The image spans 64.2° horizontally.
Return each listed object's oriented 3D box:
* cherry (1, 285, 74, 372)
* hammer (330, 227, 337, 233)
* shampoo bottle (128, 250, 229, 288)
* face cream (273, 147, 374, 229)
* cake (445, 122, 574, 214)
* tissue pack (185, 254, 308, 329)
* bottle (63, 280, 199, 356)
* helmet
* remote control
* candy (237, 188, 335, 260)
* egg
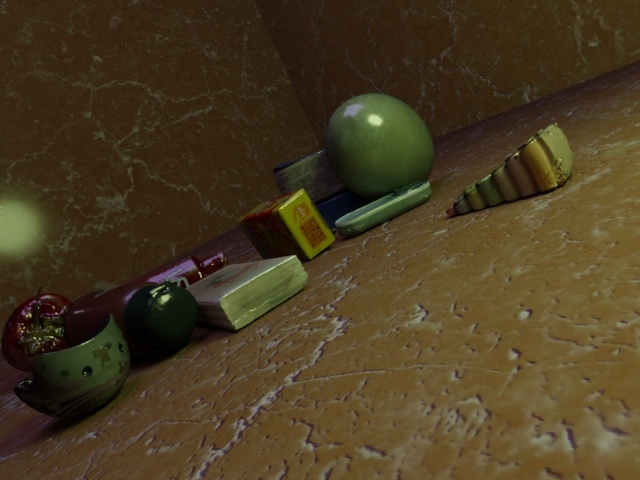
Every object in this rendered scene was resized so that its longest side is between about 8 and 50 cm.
[{"bbox_3d":[-0.689,0.229,1.260,0.175,0.192,0.250,6,-18,-44],"label":"cherry"},{"bbox_3d":[0.000,0.000,1.296,0.123,0.014,0.029,-36,1,-40],"label":"hammer"},{"bbox_3d":[-0.369,0.123,1.250,0.314,0.118,0.076,-26,-24,-9],"label":"shampoo bottle"},{"bbox_3d":[0.011,-0.159,1.514,0.249,0.225,0.249,-23,10,4],"label":"face cream"},{"bbox_3d":[0.329,-0.097,0.886,0.109,0.090,0.225,-36,-5,-42],"label":"cake"},{"bbox_3d":[-0.171,0.098,0.988,0.170,0.071,0.325,-32,11,-29],"label":"tissue pack"},{"bbox_3d":[-0.355,0.149,0.955,0.336,0.144,0.144,-15,13,45],"label":"bottle"},{"bbox_3d":[-0.357,0.206,0.772,0.177,0.107,0.153,-42,1,34],"label":"helmet"},{"bbox_3d":[0.150,-0.076,1.202,0.247,0.052,0.104,-26,10,-9],"label":"remote control"},{"bbox_3d":[-0.091,-0.027,1.244,0.088,0.146,0.276,-40,16,-24],"label":"candy"},{"bbox_3d":[0.155,-0.233,1.317,0.258,0.258,0.352,-19,-21,31],"label":"egg"}]
